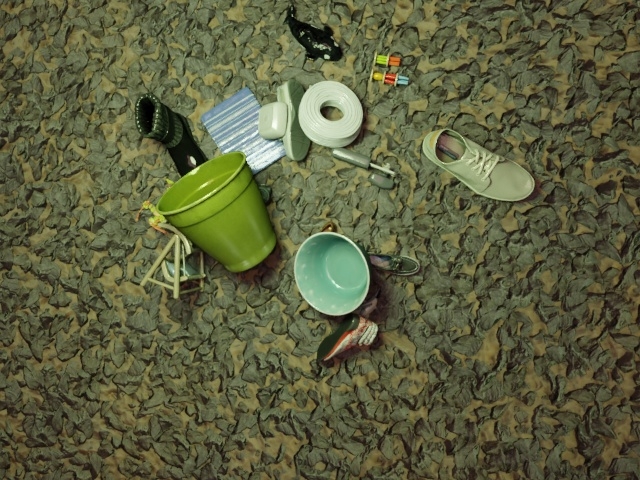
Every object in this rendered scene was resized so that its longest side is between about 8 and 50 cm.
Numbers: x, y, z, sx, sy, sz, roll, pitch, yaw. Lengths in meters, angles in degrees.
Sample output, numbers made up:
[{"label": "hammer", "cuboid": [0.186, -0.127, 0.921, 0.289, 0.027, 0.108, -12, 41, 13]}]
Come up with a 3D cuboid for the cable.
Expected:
[{"label": "cable", "cuboid": [0.044, -0.492, 1.667, 0.257, 0.089, 0.257, 21, 72, -4]}]

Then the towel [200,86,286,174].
[{"label": "towel", "cuboid": [-0.317, -0.439, 1.773, 0.243, 0.040, 0.336, -31, 88, 3]}]

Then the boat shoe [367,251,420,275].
[{"label": "boat shoe", "cuboid": [0.276, 0.087, 1.672, 0.228, 0.076, 0.080, 13, 91, 7]}]

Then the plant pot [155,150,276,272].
[{"label": "plant pot", "cuboid": [-0.347, -0.080, 1.592, 0.366, 0.366, 0.353, -26, 121, 6]}]

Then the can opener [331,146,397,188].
[{"label": "can opener", "cuboid": [0.170, -0.293, 1.690, 0.280, 0.074, 0.093, 26, 93, 6]}]

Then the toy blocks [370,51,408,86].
[{"label": "toy blocks", "cuboid": [0.280, -0.675, 1.691, 0.148, 0.054, 0.123, 12, 91, 7]}]

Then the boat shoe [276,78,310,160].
[{"label": "boat shoe", "cuboid": [-0.117, -0.475, 1.717, 0.103, 0.118, 0.321, -6, 92, 46]}]

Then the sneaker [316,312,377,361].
[{"label": "sneaker", "cuboid": [0.109, 0.401, 1.678, 0.145, 0.090, 0.270, 25, 118, -24]}]

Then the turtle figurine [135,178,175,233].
[{"label": "turtle figurine", "cuboid": [-0.638, -0.133, 1.758, 0.269, 0.087, 0.217, 28, 83, 44]}]

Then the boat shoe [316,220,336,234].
[{"label": "boat shoe", "cuboid": [0.001, 0.000, 1.713, 0.064, 0.060, 0.178, 32, 93, 6]}]

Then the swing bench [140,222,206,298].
[{"label": "swing bench", "cuboid": [-0.540, 0.071, 1.679, 0.165, 0.253, 0.255, 19, 92, 6]}]

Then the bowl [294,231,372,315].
[{"label": "bowl", "cuboid": [0.073, 0.113, 1.625, 0.311, 0.163, 0.312, 5, 99, 29]}]

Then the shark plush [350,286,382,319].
[{"label": "shark plush", "cuboid": [0.183, 0.246, 1.695, 0.067, 0.073, 0.161, 42, 100, 35]}]

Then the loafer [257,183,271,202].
[{"label": "loafer", "cuboid": [-0.330, -0.188, 1.756, 0.267, 0.084, 0.096, -2, 120, 10]}]

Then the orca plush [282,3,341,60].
[{"label": "orca plush", "cuboid": [-0.034, -0.833, 1.705, 0.151, 0.102, 0.287, -36, 85, 5]}]

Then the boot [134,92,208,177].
[{"label": "boot", "cuboid": [-0.583, -0.384, 1.684, 0.131, 0.260, 0.348, -28, 86, 6]}]

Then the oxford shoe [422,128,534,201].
[{"label": "oxford shoe", "cuboid": [0.595, -0.283, 1.615, 0.449, 0.130, 0.169, 30, 91, 5]}]

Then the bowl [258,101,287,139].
[{"label": "bowl", "cuboid": [-0.196, -0.475, 1.681, 0.142, 0.053, 0.142, 4, 89, 45]}]
